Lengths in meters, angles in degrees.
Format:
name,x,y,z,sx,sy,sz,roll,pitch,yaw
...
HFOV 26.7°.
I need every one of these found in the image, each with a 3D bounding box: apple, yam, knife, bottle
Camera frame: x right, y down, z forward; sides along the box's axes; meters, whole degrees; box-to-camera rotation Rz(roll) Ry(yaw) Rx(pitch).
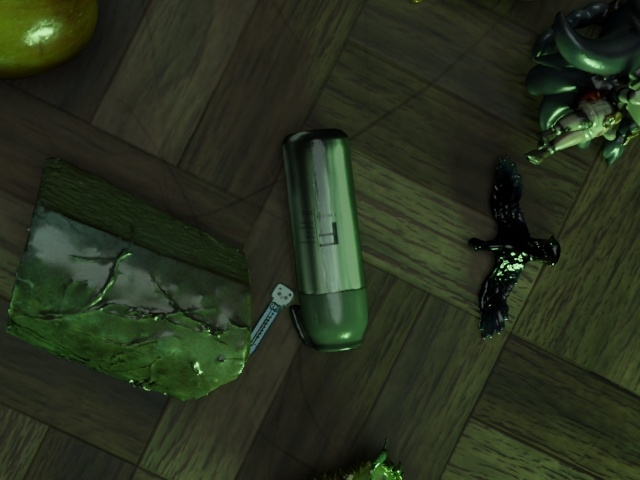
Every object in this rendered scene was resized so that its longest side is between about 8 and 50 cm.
name,x,y,z,sx,sy,sz,roll,pitch,yaw
apple,-0.344,-0.285,1.430,0.207,0.237,0.237,-5,93,-7
yam,-0.204,0.058,1.484,0.271,0.202,0.201,16,112,-8
knife,-0.064,0.095,1.584,0.027,0.010,0.096,33,88,-6
bottle,0.000,0.000,1.556,0.096,0.079,0.254,-6,93,21

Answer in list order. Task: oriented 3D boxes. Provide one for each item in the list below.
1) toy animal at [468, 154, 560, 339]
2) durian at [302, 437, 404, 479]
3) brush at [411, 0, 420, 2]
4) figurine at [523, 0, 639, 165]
name,x,y,z,sx,sy,sz,roll,pitch,yaw
toy animal,0.229,0.009,1.597,0.108,0.062,0.220,3,93,11
durian,0.007,0.323,1.562,0.220,0.095,0.137,-36,131,-6
brush,0.072,-0.352,1.581,0.043,0.014,0.170,-33,96,-3
figurine,0.351,-0.192,1.544,0.265,0.175,0.197,-4,88,-14
